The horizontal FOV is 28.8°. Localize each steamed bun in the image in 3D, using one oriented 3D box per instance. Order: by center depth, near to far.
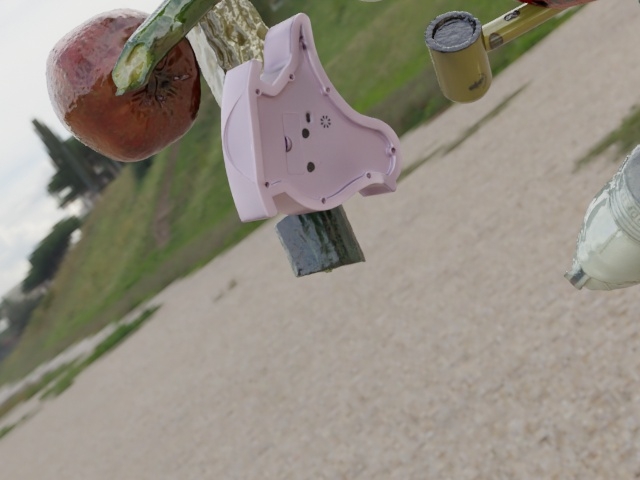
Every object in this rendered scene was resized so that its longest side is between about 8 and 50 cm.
[{"bbox_3d":[-0.140,-0.349,2.407,0.189,0.428,0.247,-20,-26,-19],"label":"steamed bun"}]

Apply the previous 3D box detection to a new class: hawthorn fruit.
[{"bbox_3d":[-0.348,-0.276,2.191,0.275,0.275,0.299,-40,22,-9],"label":"hawthorn fruit"}]

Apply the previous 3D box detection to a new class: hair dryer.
[{"bbox_3d":[0.307,-0.335,2.001,0.278,0.090,0.135,-29,-40,-2],"label":"hair dryer"}]

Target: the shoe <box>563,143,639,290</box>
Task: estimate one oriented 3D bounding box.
[{"bbox_3d":[0.391,-0.057,1.327,0.342,0.132,0.210,-29,-15,-34],"label":"shoe"}]

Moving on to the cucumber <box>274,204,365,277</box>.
[{"bbox_3d":[0.000,0.000,1.961,0.116,0.115,0.062,-22,-5,-7],"label":"cucumber"}]

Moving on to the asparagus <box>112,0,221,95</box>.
[{"bbox_3d":[-0.233,-0.361,2.016,0.343,0.082,0.085,-52,-7,-33],"label":"asparagus"}]

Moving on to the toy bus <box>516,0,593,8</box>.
[{"bbox_3d":[0.367,-0.408,1.919,0.195,0.089,0.081,3,64,63],"label":"toy bus"}]

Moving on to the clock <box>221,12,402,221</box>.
[{"bbox_3d":[-0.017,-0.183,1.831,0.275,0.290,0.080,-7,-2,-37],"label":"clock"}]

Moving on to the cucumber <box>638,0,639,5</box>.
[{"bbox_3d":[0.483,-0.388,1.670,0.130,0.191,0.191,-5,1,-5],"label":"cucumber"}]
